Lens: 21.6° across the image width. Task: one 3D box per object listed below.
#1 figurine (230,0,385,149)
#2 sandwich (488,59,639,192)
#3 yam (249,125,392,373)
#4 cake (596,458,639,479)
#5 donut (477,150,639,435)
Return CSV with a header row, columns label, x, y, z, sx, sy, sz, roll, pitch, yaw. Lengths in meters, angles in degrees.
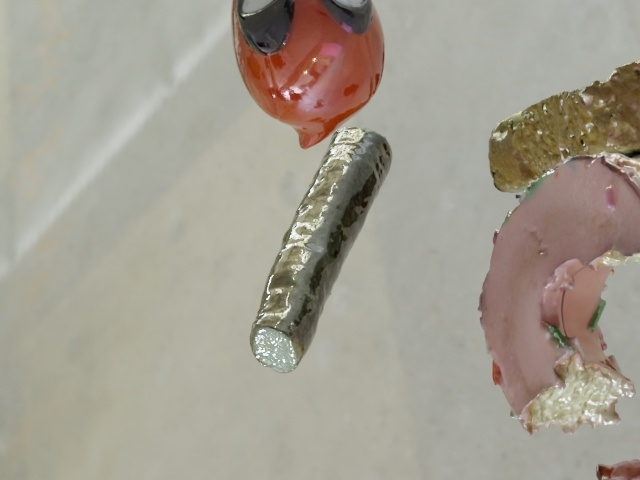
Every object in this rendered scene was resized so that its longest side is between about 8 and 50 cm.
label,x,y,z,sx,sy,sz,roll,pitch,yaw
figurine,-0.012,-0.108,0.678,0.075,0.068,0.140,97,167,-85
sandwich,0.277,-0.110,1.400,0.087,0.226,0.251,66,166,-1
yam,0.000,0.000,1.348,0.061,0.061,0.274,-41,16,40
cake,0.274,0.408,1.425,0.269,0.270,0.319,-48,-19,-49
donut,0.140,0.017,0.889,0.166,0.065,0.117,-58,41,34
